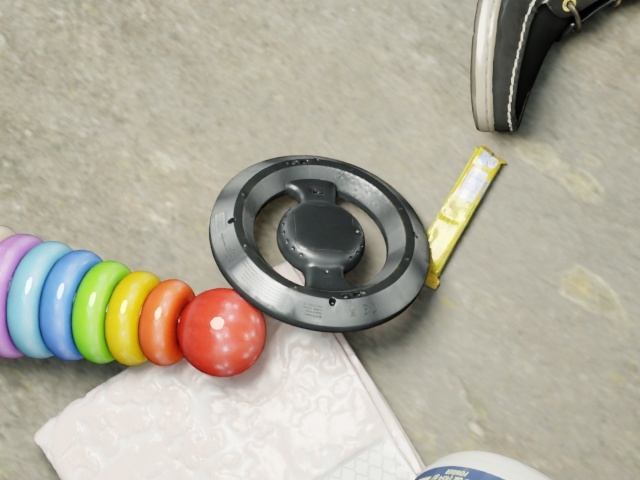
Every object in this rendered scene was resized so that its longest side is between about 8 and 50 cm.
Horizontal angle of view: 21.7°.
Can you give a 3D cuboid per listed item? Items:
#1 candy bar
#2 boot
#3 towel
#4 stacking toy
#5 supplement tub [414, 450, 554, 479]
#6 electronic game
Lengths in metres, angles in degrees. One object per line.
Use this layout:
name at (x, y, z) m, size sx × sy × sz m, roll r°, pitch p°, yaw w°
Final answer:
candy bar at (0.141, -0.027, 1.747) m, size 0.040 × 0.018 × 0.161 m, roll 29°, pitch 84°, yaw 11°
boot at (0.321, -0.265, 1.710) m, size 0.284 × 0.138 × 0.377 m, roll 15°, pitch 76°, yaw 12°
towel at (-0.084, 0.234, 1.717) m, size 0.332 × 0.053 × 0.317 m, roll -34°, pitch 75°, yaw 1°
stacking toy at (-0.209, 0.072, 1.707) m, size 0.330 × 0.141 × 0.141 m, roll 8°, pitch 80°, yaw 18°
supplement tub at (0.105, 0.374, 1.499) m, size 0.235 × 0.235 × 0.325 m, roll 35°, pitch 53°, yaw 15°
electronic game at (0.000, 0.000, 1.700) m, size 0.229 × 0.048 × 0.229 m, roll 8°, pitch 48°, yaw -9°
